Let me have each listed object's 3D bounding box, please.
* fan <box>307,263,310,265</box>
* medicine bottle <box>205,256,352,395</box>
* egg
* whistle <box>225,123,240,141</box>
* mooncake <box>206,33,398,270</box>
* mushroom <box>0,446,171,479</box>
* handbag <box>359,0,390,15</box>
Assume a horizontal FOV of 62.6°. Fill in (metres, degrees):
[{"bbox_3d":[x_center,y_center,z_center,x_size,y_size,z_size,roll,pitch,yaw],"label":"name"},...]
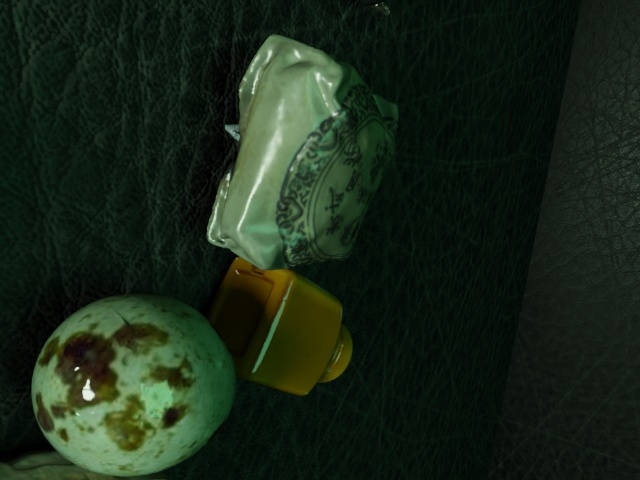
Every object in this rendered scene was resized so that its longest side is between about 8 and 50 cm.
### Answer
[{"bbox_3d":[0.000,0.000,0.839,0.133,0.005,0.085,11,93,-54],"label":"fan"},{"bbox_3d":[-0.048,0.128,0.727,0.222,0.112,0.149,39,70,-53],"label":"medicine bottle"},{"bbox_3d":[-0.168,0.141,0.521,0.169,0.169,0.231,-65,153,-13],"label":"egg"},{"bbox_3d":[-0.084,-0.133,0.653,0.083,0.033,0.029,-11,138,-57],"label":"whistle"},{"bbox_3d":[-0.004,-0.092,0.649,0.254,0.136,0.250,-6,118,-64],"label":"mooncake"},{"bbox_3d":[-0.243,0.291,0.457,0.236,0.173,0.162,13,99,-50],"label":"mushroom"},{"bbox_3d":[0.109,-0.482,0.657,0.275,0.177,0.302,35,74,-53],"label":"handbag"}]
